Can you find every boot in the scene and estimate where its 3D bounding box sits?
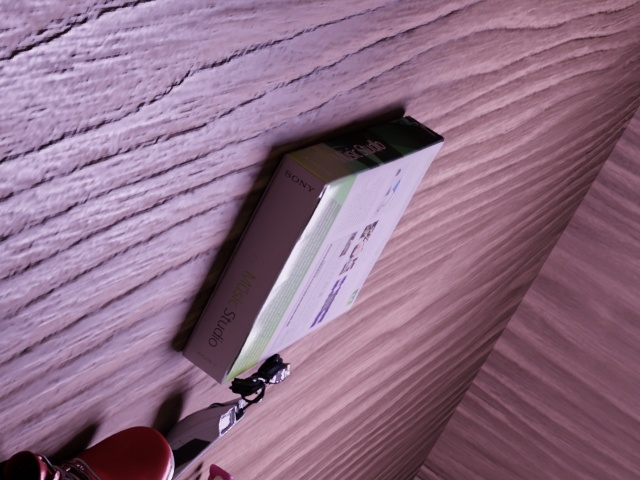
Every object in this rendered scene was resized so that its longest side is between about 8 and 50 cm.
[{"bbox_3d":[-0.203,0.203,1.272,0.244,0.088,0.176,-39,157,-40],"label":"boot"}]

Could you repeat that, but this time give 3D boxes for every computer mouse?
[{"bbox_3d":[-0.111,0.182,1.548,0.193,0.042,0.106,-44,177,26],"label":"computer mouse"}]

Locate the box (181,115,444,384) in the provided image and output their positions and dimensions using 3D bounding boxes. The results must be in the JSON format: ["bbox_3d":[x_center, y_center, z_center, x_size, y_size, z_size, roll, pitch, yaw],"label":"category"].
[{"bbox_3d":[0.000,0.000,1.543,0.232,0.058,0.322,-62,166,21],"label":"box"}]

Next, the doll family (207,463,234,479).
[{"bbox_3d":[-0.143,0.391,1.804,0.163,0.118,0.263,-47,164,-30],"label":"doll family"}]
